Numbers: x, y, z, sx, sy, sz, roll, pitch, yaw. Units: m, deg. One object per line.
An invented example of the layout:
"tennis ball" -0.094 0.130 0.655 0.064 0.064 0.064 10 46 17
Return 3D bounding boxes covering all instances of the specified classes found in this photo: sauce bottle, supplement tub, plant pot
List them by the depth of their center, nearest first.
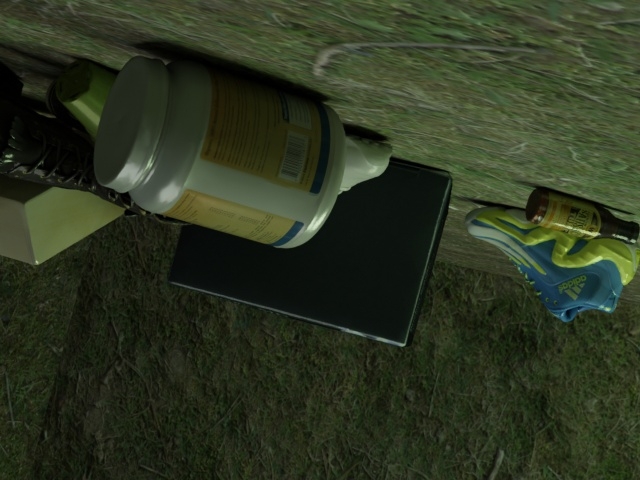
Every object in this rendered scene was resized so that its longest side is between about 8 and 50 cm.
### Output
"supplement tub" -0.092 -0.083 1.411 0.200 0.144 0.144 16 177 -26
"plant pot" -0.236 -0.151 1.622 0.083 0.083 0.079 13 164 39
"sauce bottle" 0.290 -0.024 1.695 0.128 0.042 0.042 13 178 -13

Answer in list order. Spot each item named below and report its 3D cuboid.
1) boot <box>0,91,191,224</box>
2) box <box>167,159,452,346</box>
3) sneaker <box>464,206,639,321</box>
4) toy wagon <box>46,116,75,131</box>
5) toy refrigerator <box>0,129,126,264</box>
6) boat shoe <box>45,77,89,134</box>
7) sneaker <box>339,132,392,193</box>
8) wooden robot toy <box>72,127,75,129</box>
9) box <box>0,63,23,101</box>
"boot" -0.260 -0.082 1.683 0.229 0.091 0.263 22 -174 27
"box" 0.000 0.000 1.954 0.293 0.212 0.395 15 177 5
"sneaker" 0.285 0.033 1.978 0.240 0.126 0.091 13 177 31
"toy wagon" -0.435 -0.126 2.252 0.267 0.068 0.344 -7 -166 -23
"toy refrigerator" -0.298 -0.068 1.908 0.102 0.094 0.269 13 -148 34
"boat shoe" -0.219 -0.135 1.796 0.206 0.075 0.065 21 177 -22
"sneaker" -0.006 -0.076 1.662 0.090 0.095 0.235 18 175 -32
"wooden robot toy" -0.282 -0.130 2.207 0.076 0.079 0.173 13 177 39
"box" -0.458 -0.067 1.860 0.079 0.322 0.257 16 177 1
